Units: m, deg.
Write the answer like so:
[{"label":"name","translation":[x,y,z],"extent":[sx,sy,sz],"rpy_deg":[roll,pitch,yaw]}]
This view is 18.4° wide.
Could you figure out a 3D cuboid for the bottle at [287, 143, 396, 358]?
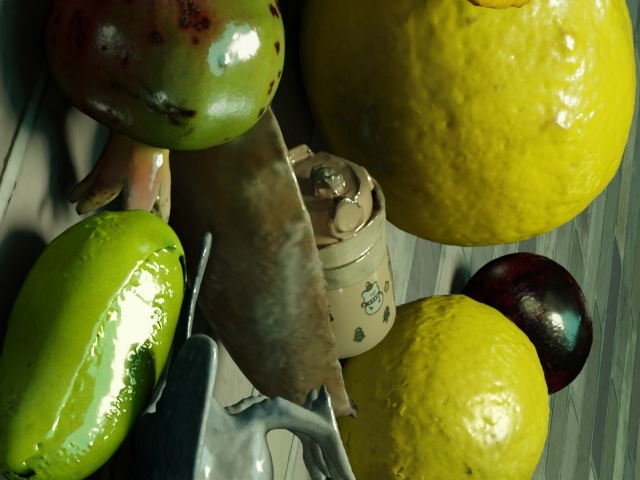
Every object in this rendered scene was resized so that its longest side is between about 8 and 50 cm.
[{"label":"bottle","translation":[0.001,0.000,1.370],"extent":[0.099,0.099,0.152],"rpy_deg":[-72,159,-45]}]

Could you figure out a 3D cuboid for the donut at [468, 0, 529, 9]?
[{"label":"donut","translation":[0.068,-0.294,1.288],"extent":[0.303,0.110,0.303],"rpy_deg":[22,47,-25]}]

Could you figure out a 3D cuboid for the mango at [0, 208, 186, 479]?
[{"label":"mango","translation":[-0.125,0.054,1.006],"extent":[0.165,0.074,0.091],"rpy_deg":[-61,137,-32]}]

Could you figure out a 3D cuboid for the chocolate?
[{"label":"chocolate","translation":[-0.052,-0.003,1.201],"extent":[0.261,0.083,0.161],"rpy_deg":[76,-8,-47]}]

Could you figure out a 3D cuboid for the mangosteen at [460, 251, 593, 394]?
[{"label":"mangosteen","translation":[0.194,0.088,1.960],"extent":[0.152,0.153,0.152],"rpy_deg":[0,90,-73]}]

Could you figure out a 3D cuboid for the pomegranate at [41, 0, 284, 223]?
[{"label":"pomegranate","translation":[-0.092,-0.092,1.057],"extent":[0.159,0.129,0.129],"rpy_deg":[-49,-176,29]}]

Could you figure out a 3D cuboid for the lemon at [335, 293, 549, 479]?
[{"label":"lemon","translation":[0.094,0.137,1.561],"extent":[0.193,0.181,0.180],"rpy_deg":[-100,-177,-70]}]

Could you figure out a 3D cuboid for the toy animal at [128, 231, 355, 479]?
[{"label":"toy animal","translation":[-0.072,0.130,1.088],"extent":[0.239,0.176,0.255],"rpy_deg":[146,-72,-75]}]

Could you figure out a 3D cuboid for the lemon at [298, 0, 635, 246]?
[{"label":"lemon","translation":[0.111,-0.131,1.473],"extent":[0.284,0.260,0.260],"rpy_deg":[47,37,-24]}]
